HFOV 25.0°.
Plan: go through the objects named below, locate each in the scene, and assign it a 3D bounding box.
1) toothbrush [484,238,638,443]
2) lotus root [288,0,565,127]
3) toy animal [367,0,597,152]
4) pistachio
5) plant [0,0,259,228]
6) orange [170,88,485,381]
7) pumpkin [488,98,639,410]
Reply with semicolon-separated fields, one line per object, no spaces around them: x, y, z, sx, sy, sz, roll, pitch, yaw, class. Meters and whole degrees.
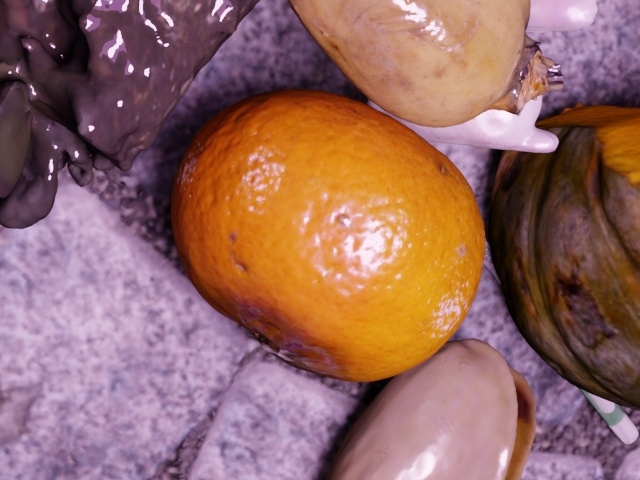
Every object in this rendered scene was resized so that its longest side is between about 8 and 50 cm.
0.187;0.078;1.171;0.018;0.024;0.257;-43;113;-7;toothbrush
0.072;-0.141;0.920;0.221;0.118;0.125;36;118;-23;lotus root
0.135;-0.192;1.035;0.138;0.140;0.282;21;95;-8;toy animal
0.083;0.174;1.094;0.206;0.131;0.129;-55;154;-2;pistachio
-0.164;-0.148;0.914;0.188;0.199;0.276;42;81;-16;plant
0.000;0.000;0.983;0.224;0.224;0.170;34;69;-22;orange
0.293;0.015;1.085;0.303;0.225;0.256;-12;99;-17;pumpkin
